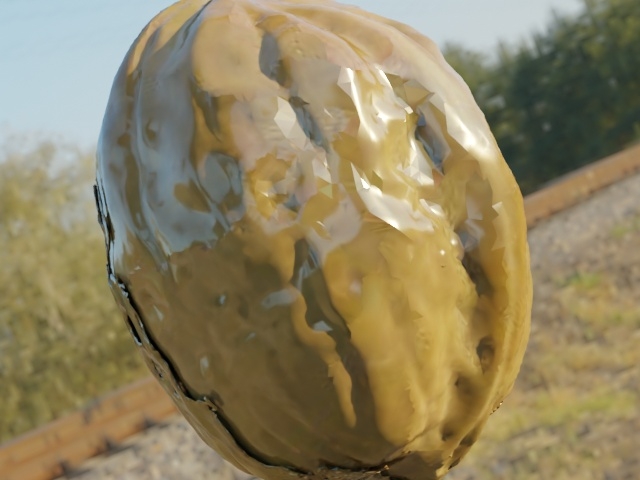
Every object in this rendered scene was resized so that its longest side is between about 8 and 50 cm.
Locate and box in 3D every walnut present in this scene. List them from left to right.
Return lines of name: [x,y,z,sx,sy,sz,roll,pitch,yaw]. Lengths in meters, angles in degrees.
walnut: [0.000,0.000,0.807,0.198,0.245,0.198,-23,-2,-1]
